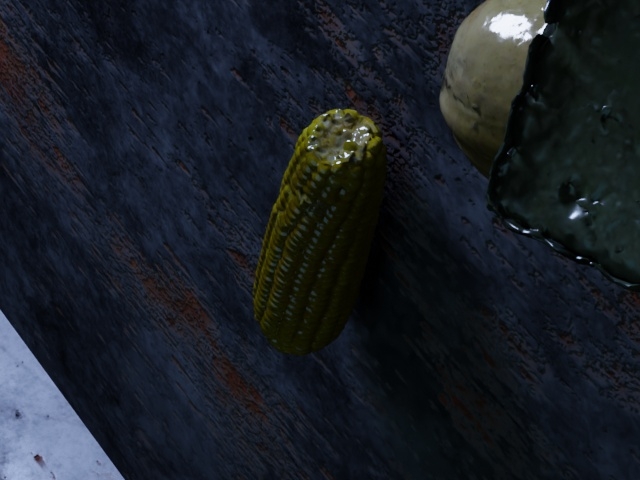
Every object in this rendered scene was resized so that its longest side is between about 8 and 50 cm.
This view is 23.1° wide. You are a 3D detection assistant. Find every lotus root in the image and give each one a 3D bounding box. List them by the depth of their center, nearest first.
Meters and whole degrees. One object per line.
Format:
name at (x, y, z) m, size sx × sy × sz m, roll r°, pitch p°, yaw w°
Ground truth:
lotus root at (0.226, -0.098, 1.181) m, size 0.310 × 0.183 × 0.183 m, roll 22°, pitch 134°, yaw 41°

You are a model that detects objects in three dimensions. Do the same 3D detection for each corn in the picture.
corn at (0.000, 0.000, 1.692) m, size 0.120 × 0.120 × 0.363 m, roll 48°, pitch 146°, yaw 23°

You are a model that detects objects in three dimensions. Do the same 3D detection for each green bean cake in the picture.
green bean cake at (0.254, -0.078, 0.980) m, size 0.255 × 0.132 × 0.241 m, roll 26°, pitch 104°, yaw 35°
